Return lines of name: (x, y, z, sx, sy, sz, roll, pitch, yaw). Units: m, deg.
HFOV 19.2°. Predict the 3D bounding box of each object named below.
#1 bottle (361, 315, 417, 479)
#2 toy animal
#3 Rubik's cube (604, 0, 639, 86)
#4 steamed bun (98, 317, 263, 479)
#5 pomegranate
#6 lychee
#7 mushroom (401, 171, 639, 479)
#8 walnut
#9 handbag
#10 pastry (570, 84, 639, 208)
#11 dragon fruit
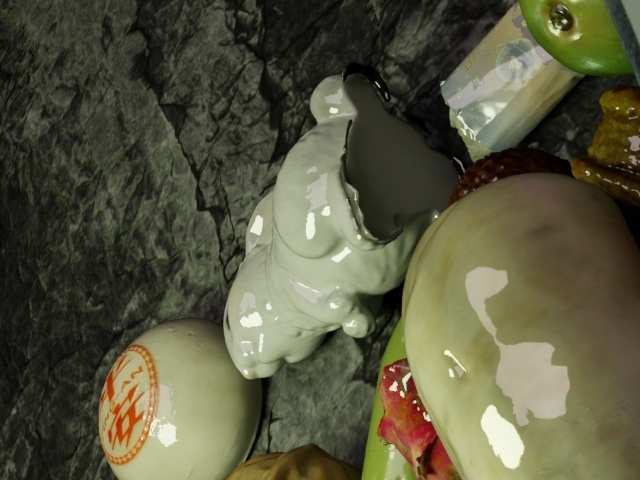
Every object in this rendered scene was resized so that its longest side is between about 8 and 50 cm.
bottle: (0.112, 0.144, 1.887, 0.112, 0.112, 0.260, -9, 66, 53)
toy animal: (0.000, 0.000, 2.073, 0.357, 0.194, 0.258, -40, 53, 48)
Rubik's cube: (0.440, -0.149, 1.393, 0.316, 0.318, 0.313, -46, 40, 33)
steamed bun: (-0.183, 0.199, 2.243, 0.232, 0.145, 0.232, -30, 50, 44)
pomegranate: (0.272, -0.263, 1.816, 0.159, 0.190, 0.241, 118, 153, -57)
lychee: (0.195, 0.003, 1.786, 0.194, 0.194, 0.194, -30, 51, 44)
mushroom: (0.217, 0.099, 1.478, 0.353, 0.325, 0.353, -50, 21, 27)
walnut: (-0.025, 0.312, 1.932, 0.213, 0.213, 0.213, -30, 51, 44)
handbag: (0.197, -0.167, 1.947, 0.173, 0.095, 0.117, -48, 36, 24)
pastry: (0.316, -0.066, 1.640, 0.188, 0.188, 0.103, 30, 100, 56)
dragon fruit: (0.169, 0.172, 1.721, 0.274, 0.126, 0.161, -15, 73, 19)
